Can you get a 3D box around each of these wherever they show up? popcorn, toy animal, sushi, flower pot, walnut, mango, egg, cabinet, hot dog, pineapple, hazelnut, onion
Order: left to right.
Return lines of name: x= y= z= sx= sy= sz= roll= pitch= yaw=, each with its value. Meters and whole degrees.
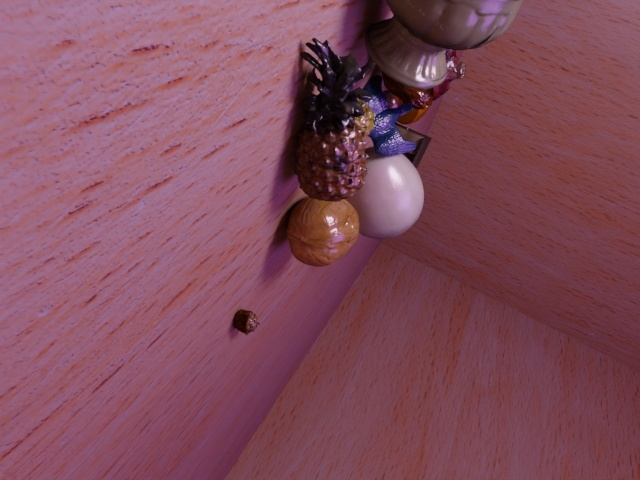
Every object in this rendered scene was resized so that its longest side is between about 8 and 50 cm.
sushi: x=-0.192 y=0.218 z=1.085 sx=0.118 sy=0.060 sz=0.061 roll=81 pitch=33 yaw=-72
walnut: x=0.004 y=-0.030 z=1.092 sx=0.226 sy=0.193 sz=0.193 roll=-39 pitch=154 yaw=-53
pineapple: x=0.021 y=-0.240 z=0.826 sx=0.169 sy=0.169 sz=0.340 roll=-53 pitch=152 yaw=-37
popcorn: x=0.067 y=-0.290 z=0.956 sx=0.116 sy=0.121 sz=0.106 roll=110 pitch=-21 yaw=-59
egg: x=0.196 y=-0.159 z=1.360 sx=0.283 sy=0.283 sz=0.345 roll=-59 pitch=150 yaw=-18
toy animal: x=0.173 y=-0.333 z=1.172 sx=0.256 sy=0.239 sz=0.176 roll=-31 pitch=-159 yaw=1
hazelnut: x=0.211 y=-0.437 z=1.315 sx=0.086 sy=0.086 sz=0.086 roll=-58 pitch=167 yaw=-22
cabinet: x=0.333 y=-0.390 z=1.667 sx=0.148 sy=0.175 sz=0.215 roll=-67 pitch=166 yaw=21
hot dog: x=0.252 y=-0.460 z=1.146 sx=0.099 sy=0.161 sz=0.226 roll=-36 pitch=-136 yaw=49
mango: x=0.356 y=-0.526 z=1.591 sx=0.153 sy=0.126 sz=0.252 roll=-52 pitch=169 yaw=3
flower pot: x=0.237 y=-0.490 z=0.872 sx=0.307 sy=0.307 sz=0.244 roll=-53 pitch=180 yaw=-38
onion: x=0.358 y=-0.558 z=1.315 sx=0.252 sy=0.219 sz=0.252 roll=-51 pitch=154 yaw=-37
